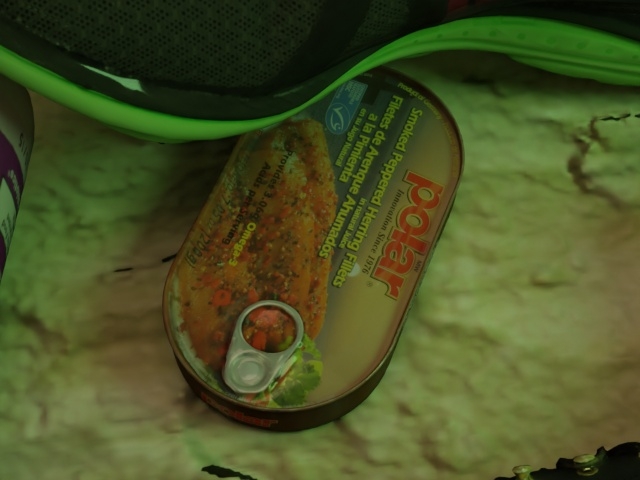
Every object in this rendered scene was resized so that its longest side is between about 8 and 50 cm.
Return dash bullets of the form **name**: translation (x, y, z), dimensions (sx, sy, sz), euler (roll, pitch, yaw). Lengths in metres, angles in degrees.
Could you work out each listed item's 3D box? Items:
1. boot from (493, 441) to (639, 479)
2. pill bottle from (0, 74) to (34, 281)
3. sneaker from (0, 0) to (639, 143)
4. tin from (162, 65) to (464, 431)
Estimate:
- **boot**: translation (0.150, 0.076, 0.525), dimensions (0.179, 0.085, 0.236), euler (-7, 65, -3)
- **pill bottle**: translation (-0.218, 0.054, 0.487), dimensions (0.169, 0.169, 0.301), euler (4, 60, 2)
- **sneaker**: translation (0.050, -0.169, 0.558), dimensions (0.483, 0.202, 0.185), euler (-9, 56, -23)
- **tin**: translation (0.000, 0.000, 0.599), dimensions (0.106, 0.040, 0.189), euler (18, 61, 14)
